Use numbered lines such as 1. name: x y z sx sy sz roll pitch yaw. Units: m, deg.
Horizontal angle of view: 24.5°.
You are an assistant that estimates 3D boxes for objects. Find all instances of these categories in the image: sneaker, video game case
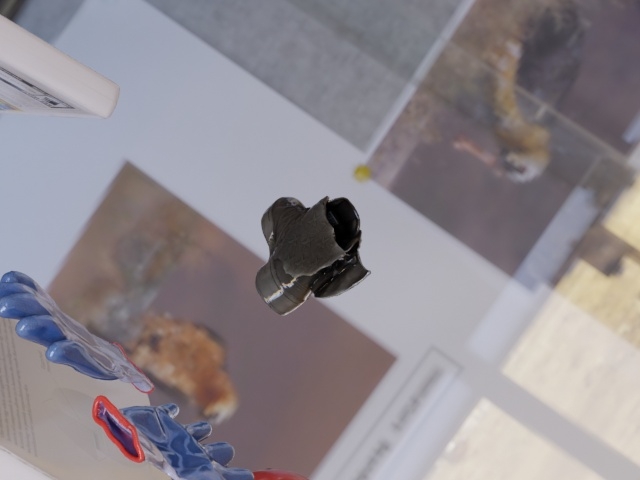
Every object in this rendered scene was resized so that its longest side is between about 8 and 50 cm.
1. sneaker: -0.002 -0.002 1.095 0.089 0.051 0.170 -40 -160 23
2. video game case: -0.262 -0.131 0.865 0.227 0.206 0.026 29 74 -42

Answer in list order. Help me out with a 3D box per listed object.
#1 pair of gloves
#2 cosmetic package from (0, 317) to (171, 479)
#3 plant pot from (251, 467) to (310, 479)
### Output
1. pair of gloves: -0.121 0.088 0.898 0.023 0.198 0.159 -47 153 1
2. cosmetic package: -0.249 0.181 1.207 0.138 0.224 0.224 -44 123 11
3. plant pot: -0.059 0.323 1.370 0.191 0.174 0.191 -18 145 -13
